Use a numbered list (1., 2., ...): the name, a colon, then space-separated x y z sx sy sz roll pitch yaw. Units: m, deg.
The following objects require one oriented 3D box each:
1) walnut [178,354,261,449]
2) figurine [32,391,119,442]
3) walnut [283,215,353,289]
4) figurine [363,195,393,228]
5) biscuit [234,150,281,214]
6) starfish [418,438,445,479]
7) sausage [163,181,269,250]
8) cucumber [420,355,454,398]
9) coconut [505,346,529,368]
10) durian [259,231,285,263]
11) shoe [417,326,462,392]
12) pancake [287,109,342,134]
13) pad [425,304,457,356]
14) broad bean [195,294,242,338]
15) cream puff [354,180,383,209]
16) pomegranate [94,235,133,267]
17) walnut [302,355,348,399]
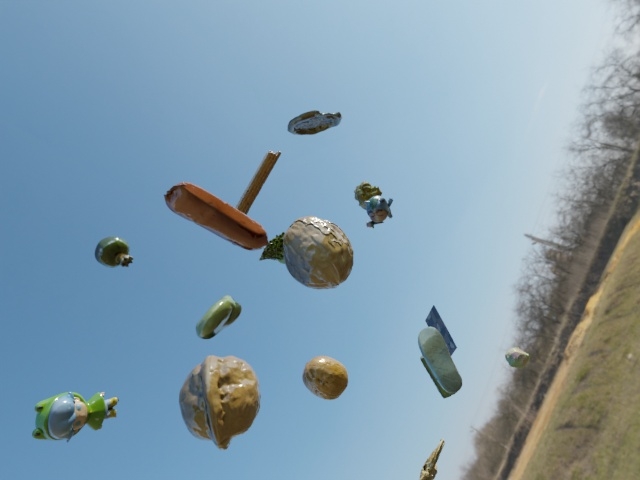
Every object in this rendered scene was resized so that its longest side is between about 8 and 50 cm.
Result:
1. walnut: -0.440 0.704 1.831 0.384 0.384 0.383 -34 -43 -39
2. figurine: -0.858 0.614 1.443 0.263 0.143 0.162 12 -106 -50
3. walnut: -0.009 0.036 1.182 0.198 0.245 0.198 -32 -30 -21
4. figurine: 0.268 -0.120 1.832 0.178 0.114 0.144 19 -100 -60
5. biscuit: -0.293 -0.238 1.819 0.054 0.094 0.378 30 -91 -18
6. starfish: 0.386 0.832 1.456 0.247 0.050 0.138 -33 -47 -37
7. sausage: -0.304 -0.069 1.235 0.097 0.094 0.348 -40 -53 22
8. cucumber: 0.530 0.599 1.844 0.078 0.211 0.062 -30 -2 8
9. coconut: 0.787 0.474 1.646 0.081 0.082 0.083 -43 -48 -10
10. durian: -0.078 0.053 1.780 0.352 0.169 0.158 11 -114 -22
11. shoe: 0.348 0.355 1.205 0.079 0.195 0.078 -22 -32 -4
12. pancake: -0.023 -0.469 1.639 0.235 0.212 0.029 -11 -95 -25
13. pad: 0.575 0.445 1.967 0.003 0.234 0.158 -11 -39 -14
14. broad bean: -0.392 0.293 1.562 0.169 0.100 0.228 -57 -12 7
15. cream puff: 0.229 -0.223 2.083 0.156 0.156 0.121 51 -126 -55
16. pomegranate: -0.708 0.049 1.416 0.114 0.142 0.114 -44 -29 -32
17. walnut: 0.023 0.652 1.959 0.195 0.222 0.195 -60 -4 -7
